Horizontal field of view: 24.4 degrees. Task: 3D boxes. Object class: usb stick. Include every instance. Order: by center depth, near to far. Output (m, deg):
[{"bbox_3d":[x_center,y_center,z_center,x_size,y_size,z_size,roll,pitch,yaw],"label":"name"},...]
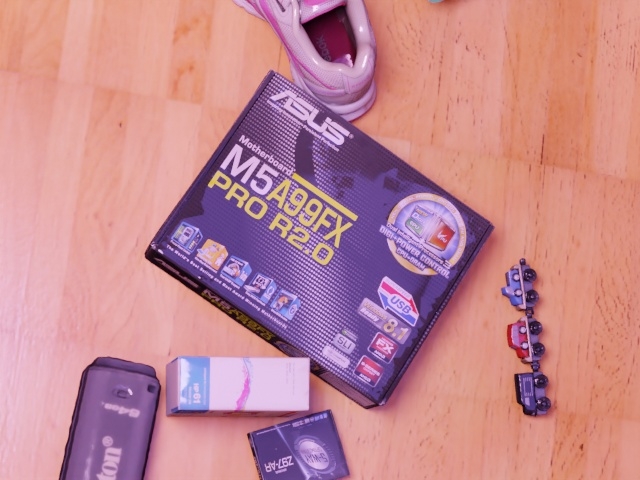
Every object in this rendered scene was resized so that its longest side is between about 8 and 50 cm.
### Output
[{"bbox_3d":[-0.201,0.241,1.322,0.077,0.045,0.278,10,68,-3],"label":"usb stick"}]

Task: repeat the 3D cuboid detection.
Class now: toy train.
[{"bbox_3d":[0.203,0.096,1.479,0.036,0.027,0.158,-5,81,-3],"label":"toy train"}]

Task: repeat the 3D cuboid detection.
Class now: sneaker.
[{"bbox_3d":[-0.015,-0.240,1.442,0.103,0.111,0.252,-35,89,-17],"label":"sneaker"}]

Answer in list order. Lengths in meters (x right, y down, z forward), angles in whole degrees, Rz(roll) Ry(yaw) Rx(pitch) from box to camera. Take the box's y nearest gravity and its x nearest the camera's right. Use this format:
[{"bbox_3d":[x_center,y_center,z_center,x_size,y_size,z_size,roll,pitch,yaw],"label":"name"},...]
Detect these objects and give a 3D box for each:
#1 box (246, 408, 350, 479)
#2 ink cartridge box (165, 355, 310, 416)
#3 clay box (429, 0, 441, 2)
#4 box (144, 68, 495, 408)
[{"bbox_3d":[-0.021,0.203,1.408,0.083,0.018,0.067,-14,83,-16],"label":"box"},{"bbox_3d":[-0.077,0.136,1.370,0.122,0.088,0.052,1,80,-13],"label":"ink cartridge box"},{"bbox_3d":[0.101,-0.354,1.521,0.127,0.053,0.222,-28,89,-17],"label":"clay box"},{"bbox_3d":[0.000,0.000,1.429,0.270,0.060,0.216,35,74,-5],"label":"box"}]
